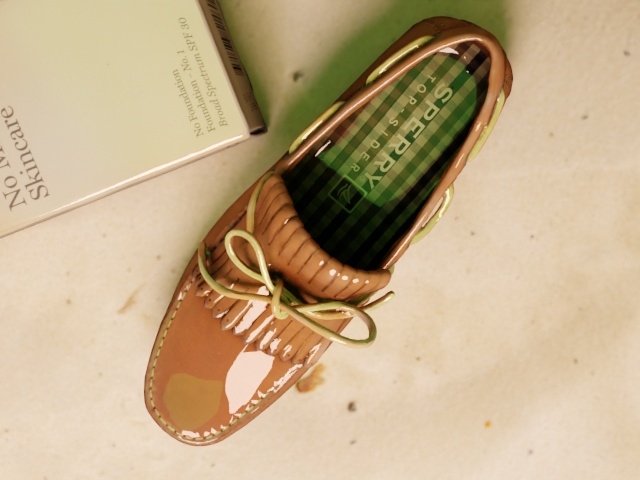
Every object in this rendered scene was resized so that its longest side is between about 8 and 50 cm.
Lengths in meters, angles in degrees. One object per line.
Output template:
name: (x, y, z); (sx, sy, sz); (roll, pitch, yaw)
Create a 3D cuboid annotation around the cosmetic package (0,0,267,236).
cosmetic package: (-0.214, -0.096, 0.744); (0.309, 0.113, 0.160); (-22, 96, 6)

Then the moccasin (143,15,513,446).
moccasin: (0.002, 0.002, 0.722); (0.139, 0.147, 0.380); (45, 99, -3)
